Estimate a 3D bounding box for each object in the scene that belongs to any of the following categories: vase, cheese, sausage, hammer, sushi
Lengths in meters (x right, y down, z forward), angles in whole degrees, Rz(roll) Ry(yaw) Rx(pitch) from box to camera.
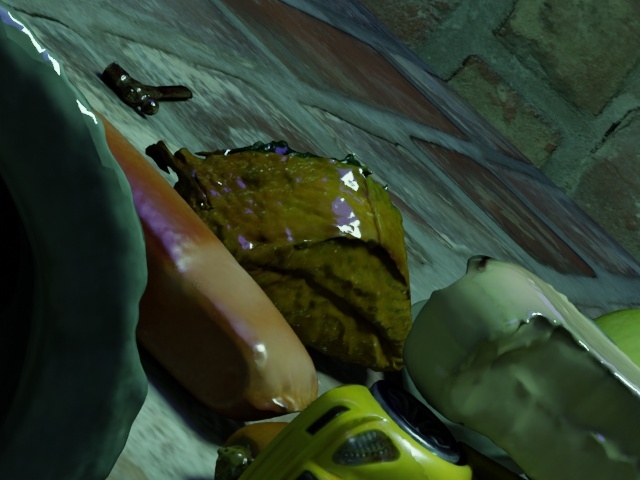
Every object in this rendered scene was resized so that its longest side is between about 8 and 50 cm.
[{"bbox_3d":[-0.206,-0.022,0.509,0.245,0.245,0.291,34,7,-24],"label":"vase"},{"bbox_3d":[0.167,0.122,0.690,0.286,0.082,0.163,42,10,15],"label":"cheese"},{"bbox_3d":[-0.116,0.007,0.881,0.300,0.083,0.089,48,9,14],"label":"sausage"},{"bbox_3d":[-0.160,-0.150,1.349,0.065,0.021,0.178,41,14,5],"label":"hammer"},{"bbox_3d":[0.000,0.001,1.053,0.287,0.149,0.140,23,18,-35],"label":"sushi"}]

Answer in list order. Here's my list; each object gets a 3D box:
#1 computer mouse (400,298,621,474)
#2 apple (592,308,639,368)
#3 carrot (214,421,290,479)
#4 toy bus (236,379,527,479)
[{"bbox_3d":[0.163,0.104,1.134,0.197,0.095,0.331,0,19,-4],"label":"computer mouse"},{"bbox_3d":[0.343,0.222,1.299,0.360,0.312,0.320,56,-15,34],"label":"apple"},{"bbox_3d":[0.018,0.154,0.819,0.225,0.067,0.067,27,20,-49],"label":"carrot"},{"bbox_3d":[0.100,0.209,0.702,0.331,0.145,0.151,32,15,-30],"label":"toy bus"}]
